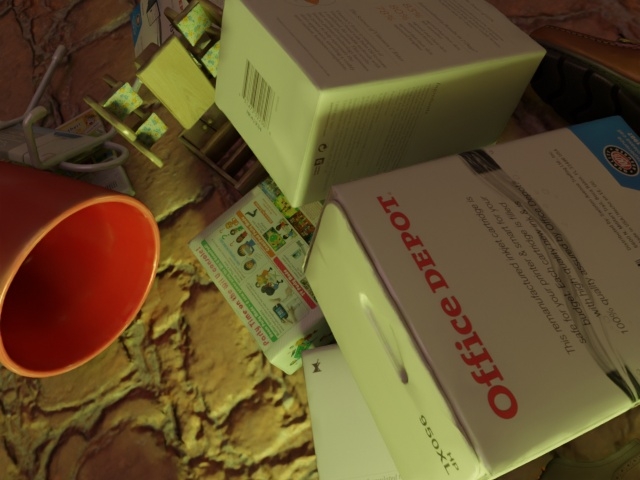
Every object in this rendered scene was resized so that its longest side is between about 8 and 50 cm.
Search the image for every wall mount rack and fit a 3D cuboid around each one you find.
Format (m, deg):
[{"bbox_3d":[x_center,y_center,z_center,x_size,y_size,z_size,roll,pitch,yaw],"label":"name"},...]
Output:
[{"bbox_3d":[-0.456,-0.229,1.013,0.350,0.130,0.304,13,33,18],"label":"wall mount rack"}]

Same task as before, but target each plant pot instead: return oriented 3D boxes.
[{"bbox_3d":[-0.414,0.017,0.846,0.243,0.275,0.275,26,78,21],"label":"plant pot"}]

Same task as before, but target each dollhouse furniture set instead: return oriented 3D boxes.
[{"bbox_3d":[-0.169,-0.189,0.874,0.161,0.242,0.212,38,84,25],"label":"dollhouse furniture set"}]

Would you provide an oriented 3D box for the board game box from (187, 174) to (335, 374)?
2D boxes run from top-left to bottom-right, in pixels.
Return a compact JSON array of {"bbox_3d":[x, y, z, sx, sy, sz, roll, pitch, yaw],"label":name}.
[{"bbox_3d":[0.000,0.000,0.834,0.303,0.097,0.224,-39,63,-3],"label":"board game box"}]

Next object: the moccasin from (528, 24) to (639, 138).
[{"bbox_3d":[0.449,-0.199,0.761,0.380,0.139,0.147,24,71,25],"label":"moccasin"}]

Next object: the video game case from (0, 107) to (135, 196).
[{"bbox_3d":[-0.458,-0.103,1.035,0.227,0.026,0.206,-31,64,-2],"label":"video game case"}]

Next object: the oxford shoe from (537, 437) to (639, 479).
[{"bbox_3d":[0.257,0.306,0.655,0.271,0.097,0.098,-22,45,2],"label":"oxford shoe"}]

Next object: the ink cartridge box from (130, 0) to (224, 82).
[{"bbox_3d":[-0.236,-0.362,0.990,0.191,0.082,0.139,-25,71,46],"label":"ink cartridge box"}]

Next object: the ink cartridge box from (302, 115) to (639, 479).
[{"bbox_3d":[0.218,0.053,0.622,0.395,0.166,0.285,-15,62,-23],"label":"ink cartridge box"}]

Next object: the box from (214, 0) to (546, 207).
[{"bbox_3d":[0.071,-0.210,0.762,0.345,0.168,0.215,-18,56,-29],"label":"box"}]

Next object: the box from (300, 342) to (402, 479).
[{"bbox_3d":[0.086,0.211,0.713,0.181,0.119,0.182,-14,66,11],"label":"box"}]
